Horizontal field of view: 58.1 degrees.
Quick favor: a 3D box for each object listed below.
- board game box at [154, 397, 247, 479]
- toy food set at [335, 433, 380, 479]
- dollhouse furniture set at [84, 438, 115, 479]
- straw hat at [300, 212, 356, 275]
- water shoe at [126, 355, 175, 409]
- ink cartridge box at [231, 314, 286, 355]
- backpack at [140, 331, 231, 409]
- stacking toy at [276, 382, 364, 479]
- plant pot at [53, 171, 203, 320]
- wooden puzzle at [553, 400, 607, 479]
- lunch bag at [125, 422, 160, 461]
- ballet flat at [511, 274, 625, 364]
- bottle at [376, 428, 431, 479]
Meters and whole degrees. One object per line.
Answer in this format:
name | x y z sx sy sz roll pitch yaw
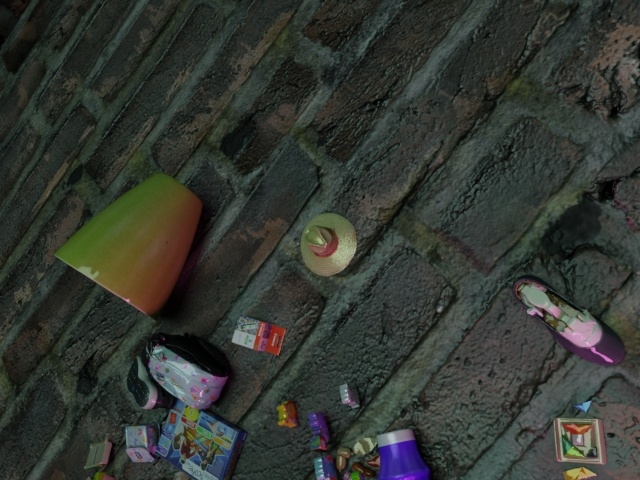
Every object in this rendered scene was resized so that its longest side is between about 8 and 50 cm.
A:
board game box | -0.263 0.441 1.255 0.201 0.035 0.136 17 84 34
toy food set | 0.071 0.415 1.073 0.122 0.019 0.078 -26 64 18
dollhouse furniture set | -0.528 0.563 1.386 0.076 0.058 0.152 -26 45 31
straw hat | 0.000 0.000 1.213 0.144 0.061 0.145 -10 70 28
water shoe | -0.397 0.340 1.348 0.203 0.080 0.073 32 98 59
ink cartridge box | -0.134 0.205 1.251 0.115 0.029 0.063 11 81 33
backpack | -0.288 0.284 1.266 0.181 0.152 0.115 28 97 22
stacking toy | 0.003 0.390 1.081 0.166 0.052 0.221 -24 52 24
plant pot | -0.420 -0.007 1.369 0.274 0.275 0.294 22 72 34
wooden puzzle | 0.406 0.314 0.904 0.078 0.014 0.117 -15 68 26
lunch bag | -0.408 0.466 1.326 0.071 0.053 0.084 -12 79 29
ballet flat | 0.393 0.126 0.935 0.203 0.074 0.074 43 99 32
bottle | 0.156 0.465 0.962 0.118 0.092 0.283 -22 66 25
